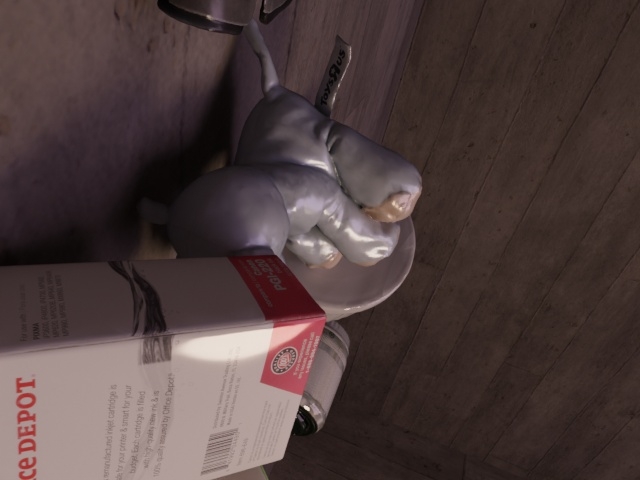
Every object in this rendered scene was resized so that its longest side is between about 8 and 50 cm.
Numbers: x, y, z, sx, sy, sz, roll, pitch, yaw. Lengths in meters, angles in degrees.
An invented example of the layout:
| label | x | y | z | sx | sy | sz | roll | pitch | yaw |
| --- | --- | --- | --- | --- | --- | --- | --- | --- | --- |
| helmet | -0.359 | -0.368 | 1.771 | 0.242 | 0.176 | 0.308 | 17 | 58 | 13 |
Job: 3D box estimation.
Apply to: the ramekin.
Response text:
| label | x | y | z | sx | sy | sz | roll | pitch | yaw |
| --- | --- | --- | --- | --- | --- | --- | --- | --- | --- |
| ramekin | 0.000 | 0.000 | 0.774 | 0.273 | 0.272 | 0.127 | -64 | -178 | -32 |

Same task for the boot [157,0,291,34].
| label | x | y | z | sx | sy | sz | roll | pitch | yaw |
| --- | --- | --- | --- | --- | --- | --- | --- | --- | --- |
| boot | -0.024 | -0.321 | 0.410 | 0.338 | 0.118 | 0.223 | -48 | 162 | -39 |

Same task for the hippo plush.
| label | x | y | z | sx | sy | sz | roll | pitch | yaw |
| --- | --- | --- | --- | --- | --- | --- | --- | --- | --- |
| hippo plush | -0.031 | -0.028 | 0.518 | 0.237 | 0.234 | 0.294 | -58 | 162 | -45 |

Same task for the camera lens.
| label | x | y | z | sx | sy | sz | roll | pitch | yaw |
| --- | --- | --- | --- | --- | --- | --- | --- | --- | --- |
| camera lens | -0.058 | 0.347 | 1.302 | 0.219 | 0.219 | 0.274 | 101 | 13 | -48 |

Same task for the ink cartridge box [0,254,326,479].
| label | x | y | z | sx | sy | sz | roll | pitch | yaw |
| --- | --- | --- | --- | --- | --- | --- | --- | --- | --- |
| ink cartridge box | -0.125 | 0.100 | 0.353 | 0.217 | 0.092 | 0.159 | -2 | 121 | -33 |

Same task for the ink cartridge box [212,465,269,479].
| label | x | y | z | sx | sy | sz | roll | pitch | yaw |
| --- | --- | --- | --- | --- | --- | --- | --- | --- | --- |
| ink cartridge box | -0.183 | 0.454 | 0.807 | 0.207 | 0.119 | 0.353 | -24 | 150 | -21 |
